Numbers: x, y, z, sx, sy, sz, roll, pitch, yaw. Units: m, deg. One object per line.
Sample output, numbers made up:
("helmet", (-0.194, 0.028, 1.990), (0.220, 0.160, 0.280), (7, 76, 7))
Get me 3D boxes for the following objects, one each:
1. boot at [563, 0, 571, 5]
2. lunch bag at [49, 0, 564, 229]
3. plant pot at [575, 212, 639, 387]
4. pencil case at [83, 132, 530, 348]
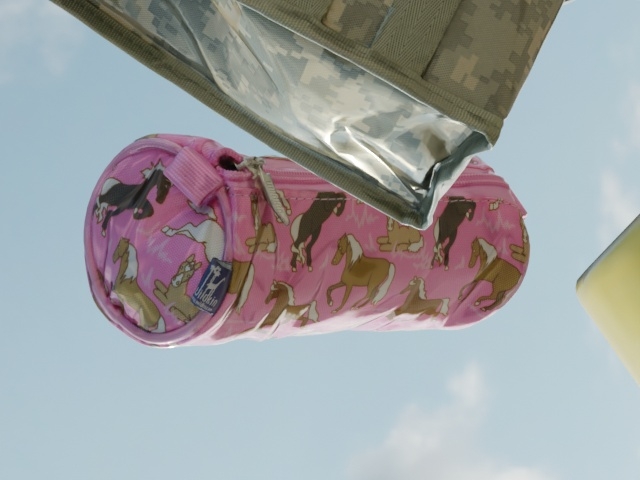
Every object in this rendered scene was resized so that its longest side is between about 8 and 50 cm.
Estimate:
("boot", (0.151, -0.178, 1.123), (0.263, 0.229, 0.091), (-11, -81, -47))
("lunch bag", (-0.006, -0.187, 0.966), (0.235, 0.287, 0.169), (-62, 1, -21))
("plant pot", (0.199, 0.035, 0.433), (0.239, 0.254, 0.254), (45, -145, 7))
("pencil case", (0.000, 0.000, 1.516), (0.386, 0.167, 0.160), (1, -88, -48))
